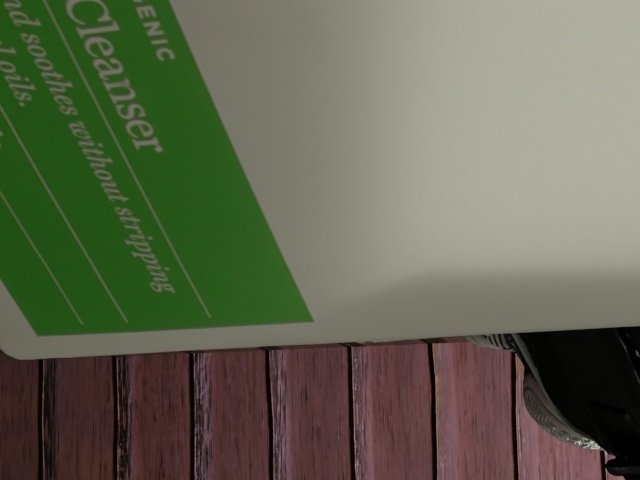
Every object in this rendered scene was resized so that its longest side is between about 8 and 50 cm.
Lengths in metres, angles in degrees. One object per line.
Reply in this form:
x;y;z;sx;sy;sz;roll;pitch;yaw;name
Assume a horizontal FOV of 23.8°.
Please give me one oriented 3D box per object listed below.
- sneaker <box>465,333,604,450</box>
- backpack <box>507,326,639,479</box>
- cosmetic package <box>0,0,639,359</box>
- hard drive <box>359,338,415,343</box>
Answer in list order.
0.242;0.036;1.544;0.137;0.210;0.366;2;-155;-17;sneaker
0.142;-0.057;0.596;0.225;0.253;0.191;-10;-147;53;backpack
0.066;-0.092;0.372;0.365;0.155;0.197;-4;136;20;cosmetic package
0.000;0.000;1.199;0.237;0.064;0.339;-9;153;43;hard drive
